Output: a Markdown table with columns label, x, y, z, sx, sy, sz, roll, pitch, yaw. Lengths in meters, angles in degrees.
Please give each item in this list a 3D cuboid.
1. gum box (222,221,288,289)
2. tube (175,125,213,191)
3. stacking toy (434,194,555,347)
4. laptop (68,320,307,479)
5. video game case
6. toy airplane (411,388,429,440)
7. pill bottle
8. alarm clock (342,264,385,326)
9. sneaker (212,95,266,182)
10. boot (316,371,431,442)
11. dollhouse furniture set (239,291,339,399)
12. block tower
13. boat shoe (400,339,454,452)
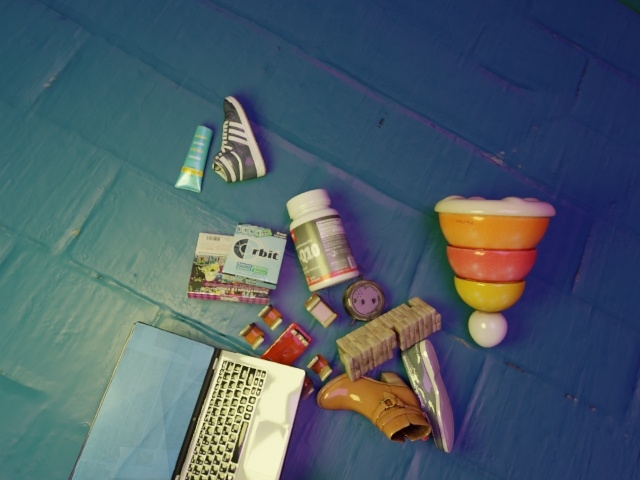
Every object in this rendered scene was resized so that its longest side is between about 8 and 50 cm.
| label | x | y | z | sx | sy | sz | roll | pitch | yaw |
| --- | --- | --- | --- | --- | --- | --- | --- | --- | --- |
| gum box | -0.189 | 0.043 | 1.236 | 0.156 | 0.041 | 0.185 | 12 | 53 | -4 |
| tube | -0.396 | -0.259 | 1.334 | 0.080 | 0.052 | 0.207 | 12 | 81 | 4 |
| stacking toy | 0.530 | 0.100 | 1.333 | 0.349 | 0.350 | 0.481 | 1 | 97 | -10 |
| laptop | -0.290 | 0.447 | 1.015 | 0.407 | 0.236 | 0.383 | 10 | 68 | 13 |
| video game case | -0.260 | 0.081 | 1.245 | 0.231 | 0.042 | 0.211 | 6 | 53 | -9 |
| toy airplane | 0.323 | 0.528 | 1.295 | 0.151 | 0.028 | 0.152 | 3 | 71 | -9 |
| pill bottle | 0.000 | 0.000 | 1.285 | 0.161 | 0.161 | 0.284 | -17 | 81 | -13 |
| alarm clock | 0.136 | 0.170 | 1.326 | 0.129 | 0.064 | 0.192 | -5 | 76 | -11 |
| sneaker | -0.293 | -0.318 | 1.335 | 0.153 | 0.099 | 0.283 | -22 | 85 | -16 |
| boot | 0.147 | 0.480 | 1.173 | 0.283 | 0.220 | 0.109 | 1 | 112 | -17 |
| dollhouse furniture set | -0.065 | 0.285 | 1.249 | 0.262 | 0.135 | 0.259 | 44 | 85 | 2 |
| block tower | 0.204 | 0.287 | 1.266 | 0.335 | 0.097 | 0.091 | -25 | 122 | -20 |
| boat shoe | 0.322 | 0.469 | 1.268 | 0.098 | 0.116 | 0.320 | -19 | 74 | 28 |
